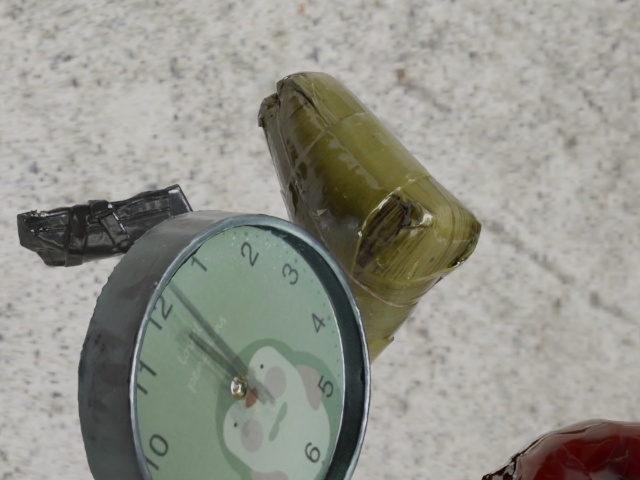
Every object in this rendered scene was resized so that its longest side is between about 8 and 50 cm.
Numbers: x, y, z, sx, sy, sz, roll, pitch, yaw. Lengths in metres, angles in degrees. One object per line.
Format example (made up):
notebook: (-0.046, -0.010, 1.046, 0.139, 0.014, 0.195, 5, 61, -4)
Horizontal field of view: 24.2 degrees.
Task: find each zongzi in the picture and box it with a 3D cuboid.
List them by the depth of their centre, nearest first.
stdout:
zongzi: (0.000, 0.000, 1.635, 0.145, 0.274, 0.300, -9, 139, -47)

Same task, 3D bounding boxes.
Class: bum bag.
bum bag: (-0.234, -0.016, 1.641, 0.049, 0.198, 0.087, -92, 171, -54)

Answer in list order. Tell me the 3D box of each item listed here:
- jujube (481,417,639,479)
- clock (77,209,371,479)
jujube: (0.165, 0.285, 0.794, 0.276, 0.276, 0.376, -21, 127, -35)
clock: (-0.074, 0.129, 1.323, 0.319, 0.066, 0.318, 4, 85, -48)
